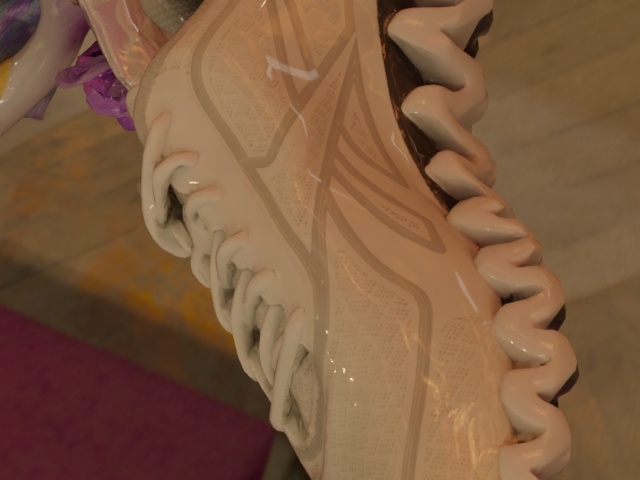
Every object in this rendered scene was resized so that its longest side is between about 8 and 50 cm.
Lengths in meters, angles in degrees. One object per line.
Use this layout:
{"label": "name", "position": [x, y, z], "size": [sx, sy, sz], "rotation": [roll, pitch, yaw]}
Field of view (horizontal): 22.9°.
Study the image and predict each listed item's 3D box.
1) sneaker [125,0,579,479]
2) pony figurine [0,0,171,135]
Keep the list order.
{"label": "sneaker", "position": [0.000, 0.000, 0.480], "size": [0.118, 0.292, 0.110], "rotation": [4, 139, -14]}
{"label": "pony figurine", "position": [-0.122, -0.161, 0.790], "size": [0.363, 0.351, 0.303], "rotation": [-21, 54, 43]}
